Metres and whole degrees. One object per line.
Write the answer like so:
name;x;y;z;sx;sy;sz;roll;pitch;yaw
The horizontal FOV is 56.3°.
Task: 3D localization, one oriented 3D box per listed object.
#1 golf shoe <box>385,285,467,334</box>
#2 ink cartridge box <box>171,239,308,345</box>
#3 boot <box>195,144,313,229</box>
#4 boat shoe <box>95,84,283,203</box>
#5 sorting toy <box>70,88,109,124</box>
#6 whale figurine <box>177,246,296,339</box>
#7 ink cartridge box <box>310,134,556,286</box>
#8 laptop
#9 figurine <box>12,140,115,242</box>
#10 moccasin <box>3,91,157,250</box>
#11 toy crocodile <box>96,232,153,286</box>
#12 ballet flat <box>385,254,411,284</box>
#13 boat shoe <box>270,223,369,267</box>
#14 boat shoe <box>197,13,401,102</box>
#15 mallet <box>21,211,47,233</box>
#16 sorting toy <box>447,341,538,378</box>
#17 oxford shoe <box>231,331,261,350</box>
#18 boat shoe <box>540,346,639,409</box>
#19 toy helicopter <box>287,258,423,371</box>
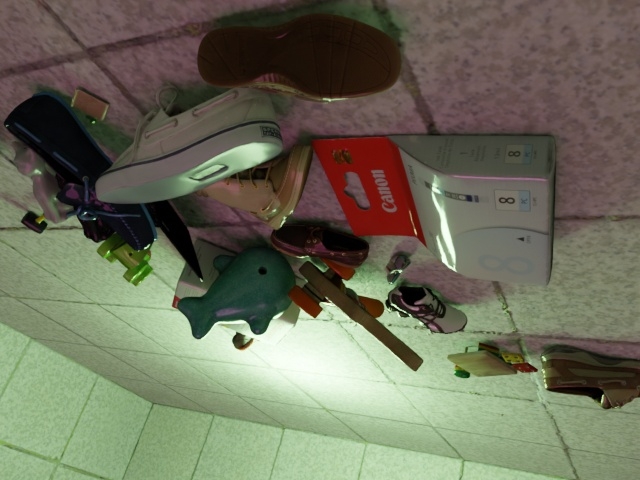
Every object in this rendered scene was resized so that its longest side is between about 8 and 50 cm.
golf shoe;0.250;0.157;1.373;0.198;0.077;0.094;16;152;-1
ink cartridge box;-0.214;0.142;1.550;0.306;0.131;0.226;21;152;-10
boot;-0.131;-0.120;1.068;0.203;0.095;0.262;23;158;-9
boat shoe;-0.233;-0.173;0.982;0.367;0.157;0.135;-17;167;30
sorting toy;-0.423;-0.242;1.093;0.062;0.012;0.083;23;149;-21
whale figurine;-0.183;0.116;1.355;0.216;0.271;0.141;59;155;16
ink cartridge box;0.193;-0.047;1.019;0.384;0.091;0.308;3;149;22
laptop;-0.390;-0.037;1.315;0.264;0.137;0.234;8;150;17
figurine;-0.565;-0.117;1.312;0.214;0.092;0.210;20;147;22
moccasin;-0.453;-0.107;1.128;0.342;0.117;0.137;52;146;-11
toy crocodile;-0.474;0.038;1.508;0.115;0.105;0.340;44;166;-3
ballet flat;0.162;0.059;1.294;0.041;0.041;0.114;19;152;-3
boat shoe;0.000;0.000;1.237;0.206;0.073;0.073;11;154;-4
boat shoe;-0.024;-0.241;0.799;0.285;0.105;0.089;11;-170;21
mallet;-0.729;-0.070;1.565;0.062;0.039;0.189;34;143;-24
sorting toy;0.436;0.311;1.581;0.132;0.046;0.274;32;149;-26
oxford shoe;-0.223;0.267;1.851;0.098;0.097;0.271;44;143;-7
boat shoe;0.690;0.348;1.427;0.324;0.117;0.123;9;151;15
toy helicopter;0.090;0.175;1.383;0.355;0.140;0.235;41;177;1
